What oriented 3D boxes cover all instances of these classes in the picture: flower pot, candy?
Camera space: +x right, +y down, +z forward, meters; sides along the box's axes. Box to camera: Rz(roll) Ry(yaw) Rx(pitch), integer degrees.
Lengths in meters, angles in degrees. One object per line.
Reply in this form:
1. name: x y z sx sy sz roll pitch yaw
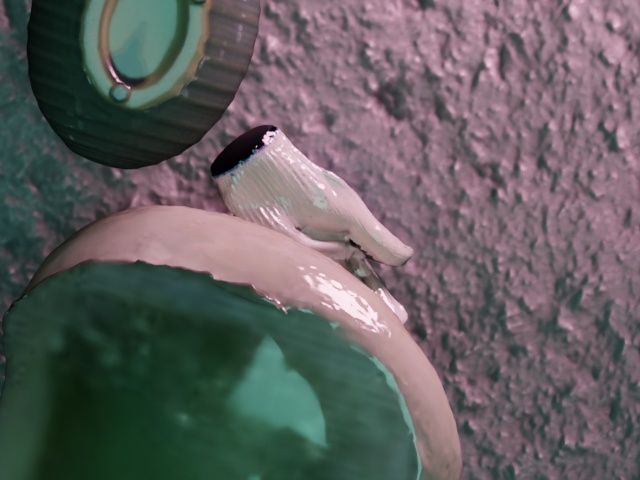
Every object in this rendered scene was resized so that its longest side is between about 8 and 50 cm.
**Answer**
1. flower pot: -0.149 -0.179 1.241 0.189 0.157 0.243 16 96 -8
2. candy: -0.087 0.169 1.251 0.426 0.186 0.386 9 95 22

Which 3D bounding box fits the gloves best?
1. gloves: -0.003 -0.003 1.320 0.119 0.097 0.229 -40 95 -3
